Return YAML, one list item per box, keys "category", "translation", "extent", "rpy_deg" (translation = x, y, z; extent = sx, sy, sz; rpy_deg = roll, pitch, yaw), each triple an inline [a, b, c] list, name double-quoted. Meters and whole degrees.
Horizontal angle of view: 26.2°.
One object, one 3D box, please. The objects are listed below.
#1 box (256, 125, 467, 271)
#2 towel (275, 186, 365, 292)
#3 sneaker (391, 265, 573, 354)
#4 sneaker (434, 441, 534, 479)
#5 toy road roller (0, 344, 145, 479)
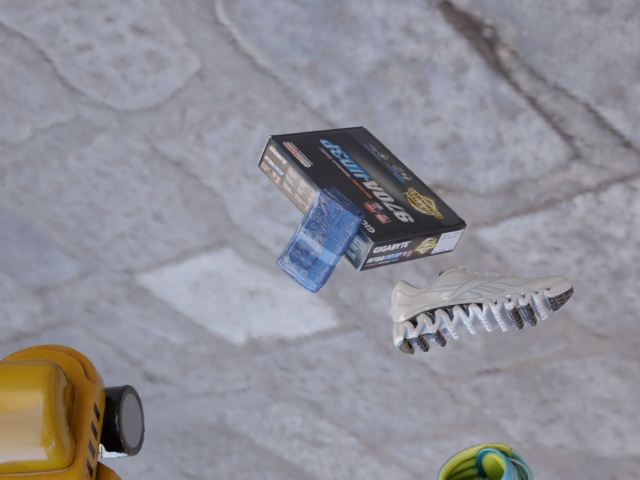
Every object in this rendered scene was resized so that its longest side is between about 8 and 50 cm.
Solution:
- category: "box"
  translation: [0.052, -0.058, 1.739]
  extent: [0.220, 0.175, 0.051]
  rpy_deg: [47, 128, 31]
- category: "towel"
  translation: [0.000, 0.000, 1.635]
  extent: [0.067, 0.029, 0.119]
  rpy_deg: [39, 112, 18]
- category: "sneaker"
  translation: [0.249, 0.087, 2.157]
  extent: [0.292, 0.118, 0.110]
  rpy_deg: [-13, 152, 6]
- category: "sneaker"
  translation: [0.284, 0.361, 1.824]
  extent: [0.318, 0.127, 0.208]
  rpy_deg: [1, 133, -12]
- category: "toy road roller"
  translation: [-0.360, 0.283, 1.693]
  extent: [0.202, 0.330, 0.241]
  rpy_deg: [-5, 148, 13]
